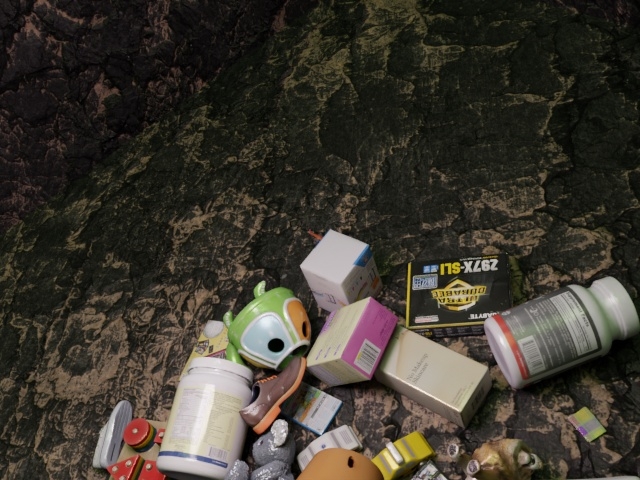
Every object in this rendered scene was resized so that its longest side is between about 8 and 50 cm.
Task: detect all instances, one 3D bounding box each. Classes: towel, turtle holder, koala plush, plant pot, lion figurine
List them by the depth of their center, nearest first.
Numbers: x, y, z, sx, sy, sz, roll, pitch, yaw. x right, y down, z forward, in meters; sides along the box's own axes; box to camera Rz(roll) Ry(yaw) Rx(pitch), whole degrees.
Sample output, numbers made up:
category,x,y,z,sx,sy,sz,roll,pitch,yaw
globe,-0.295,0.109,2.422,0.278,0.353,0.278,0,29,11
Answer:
category,x,y,z,sx,sy,sz,roll,pitch,yaw
lion figurine,0.378,0.646,1.554,0.142,0.240,0.392,19,75,54
plant pot,0.041,0.665,1.613,0.290,0.291,0.204,-1,34,22
towel,0.693,0.478,1.667,0.060,0.009,0.083,-30,46,-5
koala plush,-0.131,0.622,1.781,0.203,0.196,0.221,10,53,11
turtle holder,-0.177,0.307,2.033,0.320,0.243,0.227,-35,65,-15

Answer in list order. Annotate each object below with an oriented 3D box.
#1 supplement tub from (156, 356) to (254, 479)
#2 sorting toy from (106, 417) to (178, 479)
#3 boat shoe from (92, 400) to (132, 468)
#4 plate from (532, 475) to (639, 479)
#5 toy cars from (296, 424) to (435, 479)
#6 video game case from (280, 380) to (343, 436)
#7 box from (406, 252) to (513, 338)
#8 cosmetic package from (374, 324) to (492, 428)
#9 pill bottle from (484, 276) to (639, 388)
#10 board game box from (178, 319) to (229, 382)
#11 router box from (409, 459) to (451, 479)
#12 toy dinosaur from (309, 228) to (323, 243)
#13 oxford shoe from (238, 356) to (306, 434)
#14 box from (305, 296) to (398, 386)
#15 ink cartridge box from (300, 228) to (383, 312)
category,x,y,z,sx,sy,sz,roll,pitch,yaw
supplement tub,-0.325,0.529,1.872,0.235,0.235,0.325,-2,59,22
sorting toy,-0.527,0.669,1.962,0.255,0.089,0.257,0,51,23
boat shoe,-0.681,0.623,2.071,0.075,0.083,0.226,-12,42,21
plate,0.631,0.684,1.488,0.277,0.045,0.278,-9,47,16
toy cars,0.112,0.587,1.764,0.393,0.087,0.177,-2,50,22
video game case,-0.029,0.507,1.945,0.166,0.015,0.119,18,61,34
box,0.435,0.173,2.001,0.321,0.079,0.257,-6,47,18
cosmetic package,0.314,0.384,1.841,0.309,0.113,0.160,22,62,35
pill bottle,0.654,0.246,1.750,0.362,0.210,0.210,-22,46,3
board game box,-0.356,0.390,2.169,0.164,0.042,0.243,5,53,26
router box,0.269,0.677,1.647,0.179,0.046,0.133,-39,48,-13
toy dinosaur,0.000,0.000,2.347,0.047,0.090,0.082,-60,21,-10
oxford shoe,-0.134,0.426,1.870,0.097,0.098,0.271,-43,7,49
box,0.088,0.308,1.916,0.243,0.117,0.214,-30,26,57
ink cartridge box,0.075,0.120,2.091,0.168,0.233,0.171,22,61,33
